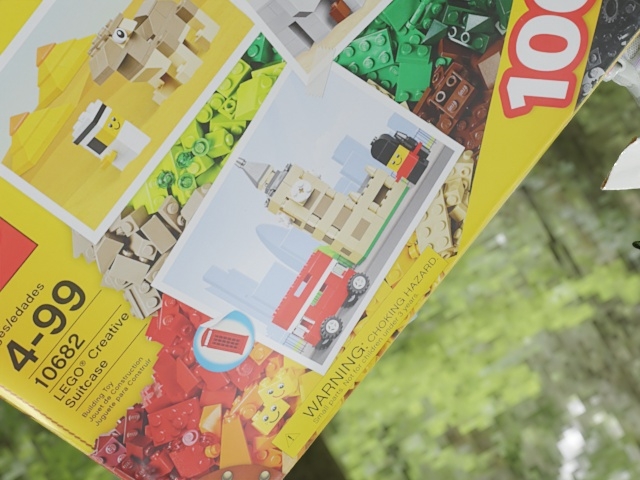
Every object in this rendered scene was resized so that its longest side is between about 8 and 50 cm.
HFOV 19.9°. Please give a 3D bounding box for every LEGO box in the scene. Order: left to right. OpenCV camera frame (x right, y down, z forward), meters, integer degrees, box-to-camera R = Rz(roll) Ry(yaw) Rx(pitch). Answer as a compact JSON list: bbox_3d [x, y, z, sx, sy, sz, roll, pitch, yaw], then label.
[{"bbox_3d":[-0.059,-0.126,1.129,0.500,0.372,0.193,-52,-147,-2],"label":"LEGO box"}]

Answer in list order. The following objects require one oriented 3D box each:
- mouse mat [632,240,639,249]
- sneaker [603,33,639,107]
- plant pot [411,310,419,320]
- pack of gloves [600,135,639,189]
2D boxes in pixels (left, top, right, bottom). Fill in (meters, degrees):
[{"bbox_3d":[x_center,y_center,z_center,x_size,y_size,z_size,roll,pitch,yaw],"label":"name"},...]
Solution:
[{"bbox_3d":[0.355,0.021,1.413,0.152,0.007,0.189,0,-168,-34],"label":"mouse mat"},{"bbox_3d":[0.256,-0.197,1.693,0.111,0.252,0.103,-29,171,-9],"label":"sneaker"},{"bbox_3d":[0.000,0.000,2.147,0.235,0.293,0.293,-1,-173,6],"label":"plant pot"},{"bbox_3d":[0.476,-0.123,2.226,0.232,0.046,0.195,1,129,-42],"label":"pack of gloves"}]
